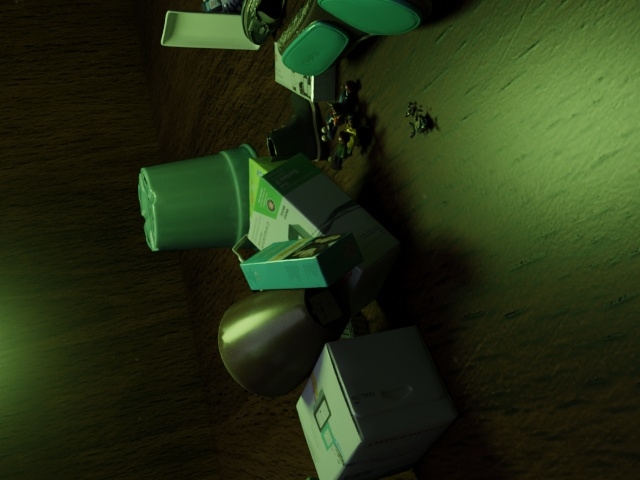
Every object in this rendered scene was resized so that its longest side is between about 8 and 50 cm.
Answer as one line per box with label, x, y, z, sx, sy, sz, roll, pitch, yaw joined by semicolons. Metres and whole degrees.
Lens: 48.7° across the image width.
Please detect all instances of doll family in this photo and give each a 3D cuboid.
doll family;0.048;-0.242;1.446;0.111;0.075;0.193;107;151;-55

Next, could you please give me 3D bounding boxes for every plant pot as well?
plant pot;-0.368;-0.113;2.168;0.341;0.333;0.342;172;90;-69
plant pot;-0.051;0.168;1.377;0.230;0.215;0.216;-38;61;45

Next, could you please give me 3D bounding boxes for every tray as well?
tray;-0.278;-0.562;1.867;0.145;0.270;0.030;133;131;-62

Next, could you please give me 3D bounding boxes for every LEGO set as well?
LEGO set;0.171;-0.209;1.228;0.054;0.023;0.083;117;152;-52

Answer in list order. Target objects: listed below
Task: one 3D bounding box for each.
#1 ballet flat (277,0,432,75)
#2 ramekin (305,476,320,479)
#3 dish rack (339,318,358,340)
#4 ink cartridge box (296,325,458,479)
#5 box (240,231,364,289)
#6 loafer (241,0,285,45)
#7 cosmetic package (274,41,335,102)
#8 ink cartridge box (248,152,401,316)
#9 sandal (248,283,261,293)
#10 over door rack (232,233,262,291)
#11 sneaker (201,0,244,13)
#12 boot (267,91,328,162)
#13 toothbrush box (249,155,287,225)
ballet flat;0.055;-0.436;1.274;0.482;0.164;0.182;-1;70;67
ramekin;0.055;0.625;1.410;0.148;0.303;0.303;-54;23;-7
dish rack;0.040;0.287;1.628;0.208;0.074;0.272;164;97;-73
ink cartridge box;0.097;0.327;1.362;0.270;0.198;0.197;111;144;-50
box;-0.040;0.041;1.323;0.244;0.100;0.060;-8;111;51
loafer;-0.130;-0.581;1.739;0.084;0.096;0.268;62;149;28
cosmetic package;-0.040;-0.391;1.621;0.239;0.060;0.099;-137;44;-57
ink cartridge box;0.000;0.000;1.440;0.289;0.121;0.211;43;145;19
sandal;-0.164;0.135;1.991;0.254;0.054;0.097;57;-158;-60
over door rack;-0.122;0.171;1.788;0.324;0.108;0.239;65;-173;19
sneaker;-0.223;-0.646;1.855;0.282;0.153;0.099;134;124;-63
boot;-0.073;-0.271;1.643;0.077;0.136;0.198;116;141;-54
toothbrush box;-0.077;-0.076;1.746;0.283;0.122;0.206;-138;45;-59
